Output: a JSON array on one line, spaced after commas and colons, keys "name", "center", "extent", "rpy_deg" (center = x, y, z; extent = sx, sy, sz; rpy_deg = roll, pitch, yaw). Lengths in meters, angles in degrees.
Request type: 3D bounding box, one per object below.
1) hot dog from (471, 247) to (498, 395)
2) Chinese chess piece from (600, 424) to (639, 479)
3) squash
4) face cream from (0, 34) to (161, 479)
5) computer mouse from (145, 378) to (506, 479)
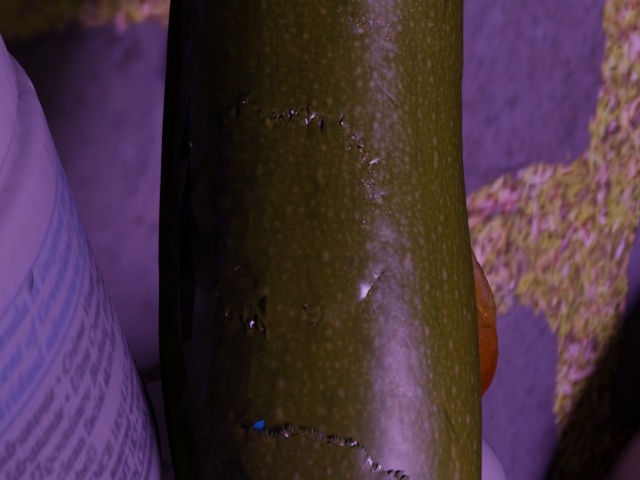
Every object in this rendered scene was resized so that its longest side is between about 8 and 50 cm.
[{"name": "hot dog", "center": [0.015, -0.014, 0.632], "extent": [0.215, 0.047, 0.066], "rpy_deg": [55, 50, -44]}, {"name": "Chinese chess piece", "center": [0.269, 0.151, 0.869], "extent": [0.338, 0.140, 0.338], "rpy_deg": [-29, 136, -32]}, {"name": "squash", "center": [0.001, 0.000, 0.430], "extent": [0.087, 0.087, 0.331], "rpy_deg": [15, 68, -50]}, {"name": "face cream", "center": [-0.137, 0.024, 0.377], "extent": [0.177, 0.177, 0.153], "rpy_deg": [-41, 133, -30]}, {"name": "computer mouse", "center": [-0.072, 0.136, 0.493], "extent": [0.297, 0.184, 0.121], "rpy_deg": [-24, 105, -42]}]
